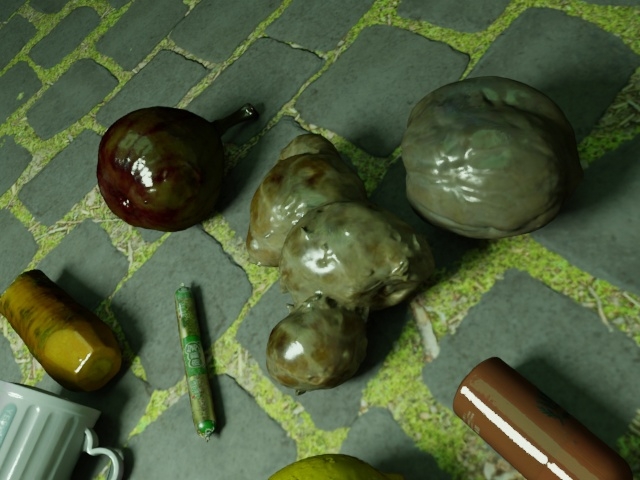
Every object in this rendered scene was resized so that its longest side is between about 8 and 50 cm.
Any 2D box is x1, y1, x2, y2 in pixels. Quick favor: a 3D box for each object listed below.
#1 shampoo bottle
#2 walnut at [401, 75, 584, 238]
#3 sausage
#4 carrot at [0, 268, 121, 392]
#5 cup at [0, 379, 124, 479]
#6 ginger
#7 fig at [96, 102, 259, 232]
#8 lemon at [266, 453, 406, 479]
[{"bbox_3d":[0.246,0.219,0.599,0.085,0.085,0.244,-47,53,-6],"label":"shampoo bottle"},{"bbox_3d":[0.211,-0.101,0.749,0.224,0.224,0.224,-13,55,20],"label":"walnut"},{"bbox_3d":[-0.187,0.171,0.886,0.032,0.033,0.269,-28,52,10],"label":"sausage"},{"bbox_3d":[-0.437,0.140,0.990,0.301,0.114,0.114,26,75,37],"label":"carrot"},{"bbox_3d":[-0.407,0.312,0.830,0.220,0.167,0.202,4,65,31],"label":"cup"},{"bbox_3d":[0.000,0.000,0.811,0.256,0.176,0.375,-38,49,21],"label":"ginger"},{"bbox_3d":[-0.221,-0.150,1.044,0.216,0.217,0.321,18,42,35],"label":"fig"},{"bbox_3d":[0.008,0.306,0.610,0.206,0.174,0.173,-33,50,-11],"label":"lemon"}]
